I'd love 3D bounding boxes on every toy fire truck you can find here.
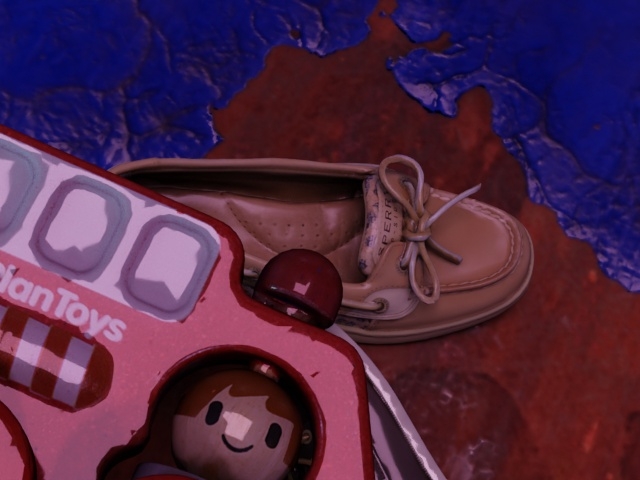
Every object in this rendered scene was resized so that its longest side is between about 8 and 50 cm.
[{"bbox_3d":[-0.105,0.093,0.837,0.302,0.169,0.254,22,73,3],"label":"toy fire truck"}]

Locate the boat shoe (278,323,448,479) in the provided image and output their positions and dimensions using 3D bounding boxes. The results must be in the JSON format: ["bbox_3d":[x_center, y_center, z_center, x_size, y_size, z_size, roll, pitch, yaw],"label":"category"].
[{"bbox_3d":[0.022,0.134,0.906,0.068,0.081,0.228,-32,74,-26],"label":"boat shoe"}]

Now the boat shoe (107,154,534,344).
[{"bbox_3d":[0.000,0.000,0.966,0.285,0.089,0.105,1,63,-9],"label":"boat shoe"}]
